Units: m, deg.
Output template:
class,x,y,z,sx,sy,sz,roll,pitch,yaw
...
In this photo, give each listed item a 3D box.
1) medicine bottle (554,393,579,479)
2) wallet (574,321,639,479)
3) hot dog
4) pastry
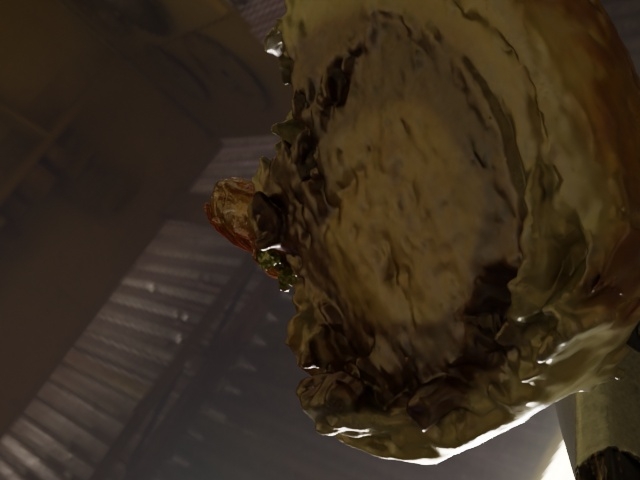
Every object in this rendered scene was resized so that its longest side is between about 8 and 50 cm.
class,x,y,z,sx,sy,sz,roll,pitch,yaw
medicine bottle,0.440,0.328,1.364,0.122,0.375,0.282,-16,174,3
wallet,0.260,0.148,0.574,0.071,0.262,0.221,-39,-151,46
hot dog,0.000,0.000,1.094,0.348,0.158,0.117,16,-77,47
pastry,0.080,-0.034,0.482,0.237,0.170,0.256,-50,-129,43
